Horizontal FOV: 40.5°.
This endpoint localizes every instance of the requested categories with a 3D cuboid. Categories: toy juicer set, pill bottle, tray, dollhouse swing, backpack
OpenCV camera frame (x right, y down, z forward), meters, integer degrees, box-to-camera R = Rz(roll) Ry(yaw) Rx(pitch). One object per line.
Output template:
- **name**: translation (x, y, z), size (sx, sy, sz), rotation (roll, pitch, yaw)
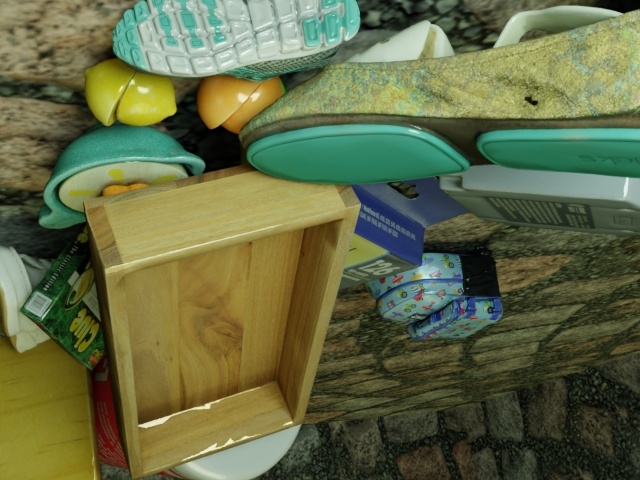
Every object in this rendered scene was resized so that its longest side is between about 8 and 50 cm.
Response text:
- **toy juicer set**: translation (-0.170, -0.061, 0.706), size (0.329, 0.089, 0.209), rotation (-10, 162, -1)
- **pill bottle**: translation (-0.224, 0.208, 1.213), size (0.229, 0.229, 0.408), rotation (4, 170, -39)
- **tray**: translation (-0.100, 0.090, 0.827), size (0.203, 0.076, 0.411), rotation (-15, 149, -19)
- **dollhouse swing**: translation (-0.437, 0.295, 1.217), size (0.315, 0.347, 0.305), rotation (-10, 164, -2)
- **backpack**: translation (0.159, 0.078, 1.279), size (0.173, 0.117, 0.158), rotation (4, 156, -32)

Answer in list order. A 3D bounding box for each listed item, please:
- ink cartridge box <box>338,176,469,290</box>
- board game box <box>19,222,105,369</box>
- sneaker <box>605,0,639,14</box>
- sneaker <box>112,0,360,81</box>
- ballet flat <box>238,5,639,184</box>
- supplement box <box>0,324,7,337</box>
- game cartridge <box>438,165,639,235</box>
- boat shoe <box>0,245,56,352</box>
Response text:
- **ink cartridge box**: translation (0.000, 0.000, 1.028), size (0.307, 0.072, 0.303), rotation (-16, 161, 24)
- **board game box**: translation (-0.255, 0.061, 0.981), size (0.030, 0.136, 0.259), rotation (31, 163, 7)
- **sneaker**: translation (0.260, -0.133, 0.676), size (0.140, 0.125, 0.341), rotation (-15, 161, 19)
- **sneaker**: translation (-0.058, -0.133, 0.602), size (0.166, 0.065, 0.076), rotation (-6, 165, -10)
- **ballet flat**: translation (0.103, -0.100, 0.593), size (0.348, 0.123, 0.123), rotation (2, 171, 33)
- **supplement box**: translation (-0.444, 0.093, 1.068), size (0.083, 0.056, 0.083), rotation (-12, 162, 5)
- **game cartridge**: translation (0.242, -0.049, 0.885), size (0.198, 0.062, 0.297), rotation (2, 175, 19)
- **boat shoe**: translation (-0.322, 0.056, 0.982), size (0.096, 0.098, 0.277), rotation (-20, 171, -18)
